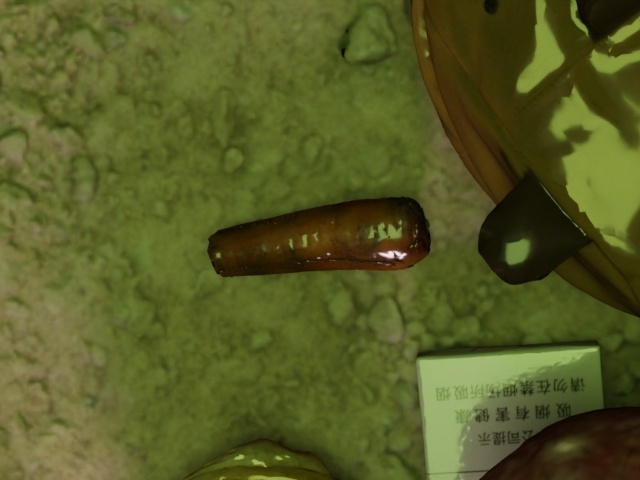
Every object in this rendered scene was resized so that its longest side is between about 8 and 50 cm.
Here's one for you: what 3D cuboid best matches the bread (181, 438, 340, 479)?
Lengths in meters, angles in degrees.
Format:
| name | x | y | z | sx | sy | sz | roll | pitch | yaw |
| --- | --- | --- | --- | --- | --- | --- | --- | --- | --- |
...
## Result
| name | x | y | z | sx | sy | sz | roll | pitch | yaw |
| --- | --- | --- | --- | --- | --- | --- | --- | --- | --- |
| bread | -0.034 | 0.271 | 1.205 | 0.198 | 0.120 | 0.236 | -36 | 91 | 9 |

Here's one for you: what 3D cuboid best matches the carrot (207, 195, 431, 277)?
| name | x | y | z | sx | sy | sz | roll | pitch | yaw |
| --- | --- | --- | --- | --- | --- | --- | --- | --- | --- |
| carrot | 0.000 | 0.000 | 1.214 | 0.161 | 0.055 | 0.055 | -6 | 95 | 13 |

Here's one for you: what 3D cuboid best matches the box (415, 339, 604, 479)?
| name | x | y | z | sx | sy | sz | roll | pitch | yaw |
| --- | --- | --- | --- | --- | --- | --- | --- | --- | --- |
| box | 0.147 | 0.199 | 1.226 | 0.139 | 0.035 | 0.245 | -3 | 95 | 5 |

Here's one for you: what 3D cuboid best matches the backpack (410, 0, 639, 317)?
| name | x | y | z | sx | sy | sz | roll | pitch | yaw |
| --- | --- | --- | --- | --- | --- | --- | --- | --- | --- |
| backpack | 0.223 | -0.136 | 1.102 | 0.353 | 0.201 | 0.378 | -42 | 84 | 12 |

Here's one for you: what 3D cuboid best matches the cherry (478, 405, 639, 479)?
| name | x | y | z | sx | sy | sz | roll | pitch | yaw |
| --- | --- | --- | --- | --- | --- | --- | --- | --- | --- |
| cherry | 0.234 | 0.273 | 1.056 | 0.335 | 0.291 | 0.326 | 12 | 94 | 15 |
